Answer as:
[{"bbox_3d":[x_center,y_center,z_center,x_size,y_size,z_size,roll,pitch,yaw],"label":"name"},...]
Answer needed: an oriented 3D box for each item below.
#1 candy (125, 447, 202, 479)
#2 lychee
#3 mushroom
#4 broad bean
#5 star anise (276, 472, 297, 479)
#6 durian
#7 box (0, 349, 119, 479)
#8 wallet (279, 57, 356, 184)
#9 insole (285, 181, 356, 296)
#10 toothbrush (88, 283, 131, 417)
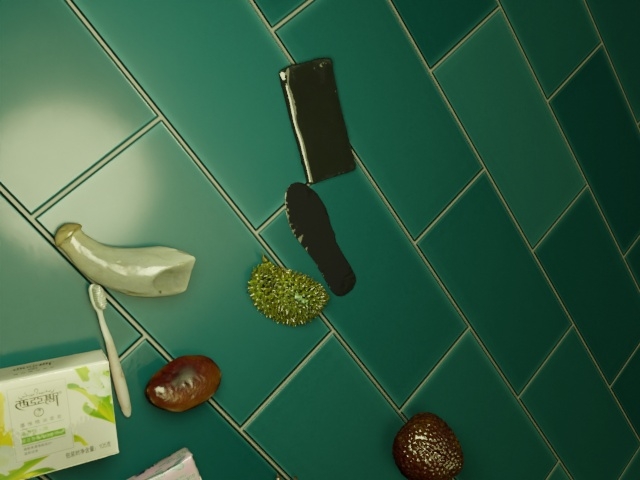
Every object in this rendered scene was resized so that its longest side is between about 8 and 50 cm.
[{"bbox_3d":[-0.343,0.535,1.210,0.160,0.073,0.092,-24,101,-24],"label":"candy"},{"bbox_3d":[0.285,0.567,1.499,0.194,0.194,0.195,-3,96,-28],"label":"lychee"},{"bbox_3d":[-0.401,0.048,1.125,0.269,0.103,0.118,15,88,-23],"label":"mushroom"},{"bbox_3d":[-0.297,0.312,1.211,0.165,0.084,0.114,-26,101,-30],"label":"broad bean"},{"bbox_3d":[-0.095,0.645,1.372,0.140,0.042,0.141,-3,95,-30],"label":"star anise"},{"bbox_3d":[-0.075,0.132,1.311,0.220,0.095,0.137,33,78,-20],"label":"durian"},{"bbox_3d":[-0.538,0.338,1.068,0.260,0.111,0.195,-8,97,-26],"label":"box"},{"bbox_3d":[-0.005,-0.290,1.348,0.145,0.030,0.286,-19,102,-23],"label":"wallet"},{"bbox_3d":[0.000,0.000,1.388,0.109,0.007,0.322,-36,110,-19],"label":"insole"},{"bbox_3d":[-0.430,0.233,1.148,0.025,0.029,0.308,-27,115,-49],"label":"toothbrush"}]
